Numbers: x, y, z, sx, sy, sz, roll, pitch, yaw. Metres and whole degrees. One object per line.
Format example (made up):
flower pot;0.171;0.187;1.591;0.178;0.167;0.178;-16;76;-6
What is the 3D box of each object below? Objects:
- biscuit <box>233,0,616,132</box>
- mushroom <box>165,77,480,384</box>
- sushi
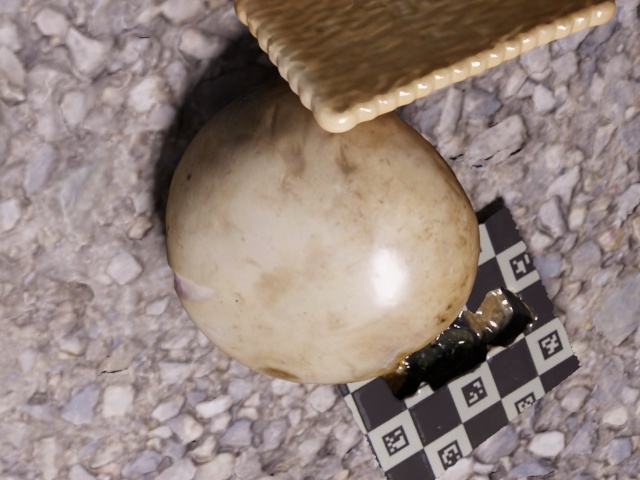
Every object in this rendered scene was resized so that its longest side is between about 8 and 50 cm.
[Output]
biscuit;0.076;-0.172;1.241;0.250;0.160;0.030;-25;146;-18
mushroom;0.000;0.000;1.286;0.255;0.184;0.255;1;121;1
sushi;0.107;0.097;1.515;0.215;0.050;0.192;-34;117;-14
